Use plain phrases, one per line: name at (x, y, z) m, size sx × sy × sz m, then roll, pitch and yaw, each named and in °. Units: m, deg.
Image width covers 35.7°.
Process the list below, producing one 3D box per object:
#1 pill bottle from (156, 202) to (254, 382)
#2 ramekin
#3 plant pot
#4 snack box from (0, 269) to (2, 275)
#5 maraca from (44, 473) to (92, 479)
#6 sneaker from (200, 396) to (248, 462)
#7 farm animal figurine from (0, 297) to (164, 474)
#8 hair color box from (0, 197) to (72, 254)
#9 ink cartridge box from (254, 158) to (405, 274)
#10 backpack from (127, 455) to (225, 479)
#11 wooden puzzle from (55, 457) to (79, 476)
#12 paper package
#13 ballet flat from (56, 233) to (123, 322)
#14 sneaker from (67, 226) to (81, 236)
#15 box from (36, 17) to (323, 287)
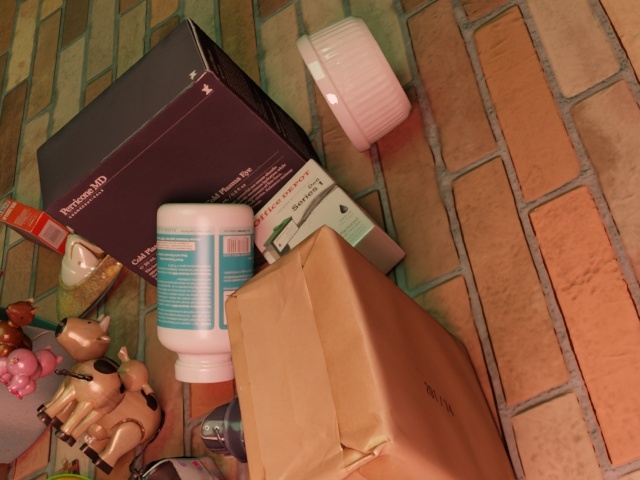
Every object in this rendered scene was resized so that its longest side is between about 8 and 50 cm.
pill bottle at (-0.173, 0.076, 1.494) m, size 0.146 × 0.146 × 0.264 m, roll 3°, pitch 93°, yaw 42°
ramekin at (0.058, -0.252, 1.557) m, size 0.109 × 0.207 × 0.207 m, roll -30°, pitch 44°, yaw 8°
plant pot at (-0.595, 0.245, 1.728) m, size 0.248 × 0.247 × 0.252 m, roll 12°, pitch 86°, yaw 45°
snack box at (-0.749, 0.074, 2.142) m, size 0.178 × 0.022 × 0.064 m, roll 12°, pitch 68°, yaw 45°
maraca at (-0.363, 0.422, 1.492) m, size 0.186 × 0.099 × 0.127 m, roll 16°, pitch 71°, yaw 19°
sneaker at (-0.087, 0.299, 1.335) m, size 0.163 × 0.086 × 0.226 m, roll -13°, pitch 42°, yaw 20°
farm animal figurine at (-0.338, 0.206, 1.467) m, size 0.172 × 0.327 × 0.330 m, roll -47°, pitch 41°, yaw -16°
hair color box at (-0.582, -0.029, 2.022) m, size 0.167 × 0.093 × 0.053 m, roll 15°, pitch 70°, yaw 45°
ink cartridge box at (0.000, 0.000, 1.493) m, size 0.160 × 0.092 × 0.219 m, roll -45°, pitch 41°, yaw 4°
backpack at (-0.199, 0.369, 1.322) m, size 0.166 × 0.188 × 0.144 m, roll -41°, pitch 78°, yaw 11°
wooden puzzle at (-0.414, 0.390, 1.623) m, size 0.049 × 0.006 × 0.083 m, roll -34°, pitch 43°, yaw 17°
paper package at (0.062, 0.195, 1.114) m, size 0.168 × 0.325 × 0.309 m, roll -33°, pitch 44°, yaw 19°
ballet flat at (-0.395, -0.002, 1.823) m, size 0.348 × 0.123 × 0.123 m, roll -47°, pitch 41°, yaw 3°
sneaker at (-0.432, -0.117, 1.961) m, size 0.118 × 0.110 × 0.292 m, roll -19°, pitch 40°, yaw 40°
box at (-0.221, -0.119, 1.609) m, size 0.343 × 0.312 × 0.179 m, roll -38°, pitch 42°, yaw 12°
